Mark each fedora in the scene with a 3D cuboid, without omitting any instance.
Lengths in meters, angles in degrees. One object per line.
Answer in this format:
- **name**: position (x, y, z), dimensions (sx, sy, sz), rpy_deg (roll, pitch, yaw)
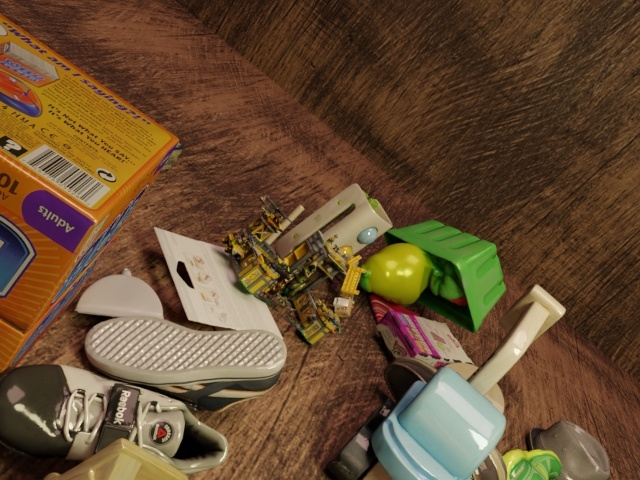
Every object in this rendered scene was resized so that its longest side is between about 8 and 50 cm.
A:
- **fedora**: position (0.688, 0.589, 1.848), dimensions (0.243, 0.124, 0.275), rpy_deg (30, 22, -20)

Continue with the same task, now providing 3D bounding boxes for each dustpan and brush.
- **dustpan and brush**: position (-0.354, 0.093, 1.233), dimensions (0.147, 0.060, 0.211), rpy_deg (9, 31, -15)

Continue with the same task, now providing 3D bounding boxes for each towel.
- **towel**: position (0.239, 0.266, 1.901), dimensions (0.199, 0.031, 0.275), rpy_deg (27, 24, -27)

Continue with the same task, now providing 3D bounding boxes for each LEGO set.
- **LEGO set**: position (-0.040, 0.054, 1.542), dimensions (0.331, 0.192, 0.255), rpy_deg (47, 10, -29)
- **LEGO set**: position (0.053, 0.110, 1.867), dimensions (0.132, 0.107, 0.287), rpy_deg (-10, 48, -18)

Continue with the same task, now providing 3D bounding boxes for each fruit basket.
- **fruit basket**: position (0.288, 0.109, 1.980), dimensions (0.392, 0.392, 0.283), rpy_deg (-95, 166, -62)

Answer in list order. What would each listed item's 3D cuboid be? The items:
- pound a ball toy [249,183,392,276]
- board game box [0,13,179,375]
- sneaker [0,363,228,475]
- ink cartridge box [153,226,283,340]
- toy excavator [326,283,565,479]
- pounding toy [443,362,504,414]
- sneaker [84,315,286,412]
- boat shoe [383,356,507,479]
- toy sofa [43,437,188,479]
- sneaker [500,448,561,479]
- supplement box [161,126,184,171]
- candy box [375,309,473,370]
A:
- **pound a ball toy**: position (0.000, 0.000, 1.717), dimensions (0.208, 0.319, 0.136), rpy_deg (32, 26, -55)
- **board game box**: position (-0.471, -0.060, 0.929), dimensions (0.356, 0.356, 0.356), rpy_deg (35, 21, -10)
- **sneaker**: position (-0.254, 0.232, 0.886), dimensions (0.330, 0.146, 0.122), rpy_deg (32, 53, -44)
- **ink cartridge box**: position (-0.224, 0.106, 1.419), dimensions (0.239, 0.060, 0.275), rpy_deg (18, 29, -42)
- **toy excavator**: position (0.280, 0.304, 1.305), dimensions (0.222, 0.445, 0.433), rpy_deg (44, 22, 11)
- **pounding toy**: position (0.321, 0.409, 1.683), dimensions (0.236, 0.110, 0.183), rpy_deg (-3, 50, -18)
- **sneaker**: position (-0.223, 0.214, 1.135), dimensions (0.321, 0.127, 0.126), rpy_deg (8, 41, -9)
- **boat shoe**: position (0.254, 0.405, 1.483), dimensions (0.130, 0.132, 0.355), rpy_deg (-15, 58, -49)
- **toy sofa**: position (-0.210, 0.418, 0.727), dimensions (0.150, 0.177, 0.362), rpy_deg (53, 5, -47)
- **sneaker**: position (0.490, 0.566, 1.636), dimensions (0.295, 0.109, 0.124), rpy_deg (18, 52, -47)
- **supplement box**: position (-0.414, -0.234, 1.763), dimensions (0.083, 0.083, 0.056), rpy_deg (44, 22, 9)
- **candy box**: position (0.273, 0.277, 1.802), dimensions (0.233, 0.071, 0.159), rpy_deg (17, 30, -38)
